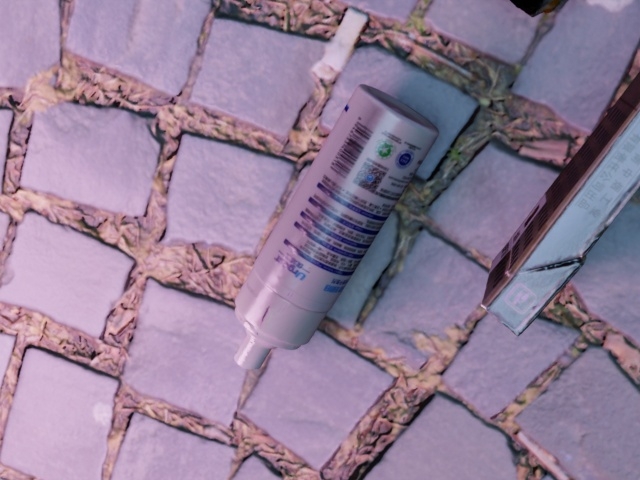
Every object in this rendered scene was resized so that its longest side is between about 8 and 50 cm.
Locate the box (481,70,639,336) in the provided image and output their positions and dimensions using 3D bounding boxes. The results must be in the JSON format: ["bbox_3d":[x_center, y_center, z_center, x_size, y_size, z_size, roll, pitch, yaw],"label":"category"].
[{"bbox_3d":[0.254,-0.076,0.869,0.047,0.180,0.325,35,106,4],"label":"box"}]

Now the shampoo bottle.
[{"bbox_3d":[0.000,0.000,0.992,0.092,0.092,0.303,32,107,6],"label":"shampoo bottle"}]

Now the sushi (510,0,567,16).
[{"bbox_3d":[0.214,-0.303,0.861,0.126,0.136,0.225,48,112,10],"label":"sushi"}]
